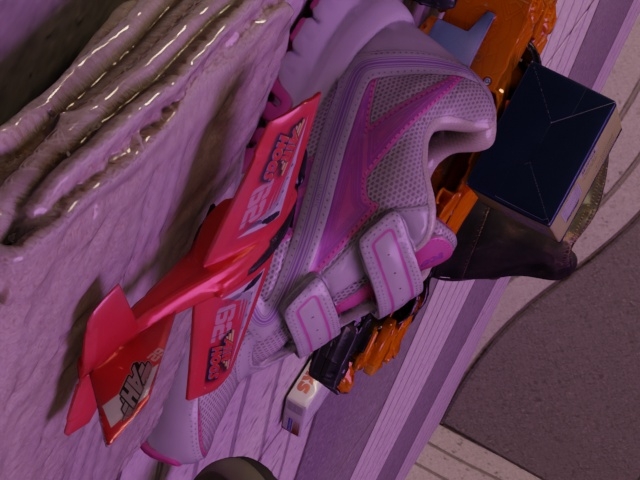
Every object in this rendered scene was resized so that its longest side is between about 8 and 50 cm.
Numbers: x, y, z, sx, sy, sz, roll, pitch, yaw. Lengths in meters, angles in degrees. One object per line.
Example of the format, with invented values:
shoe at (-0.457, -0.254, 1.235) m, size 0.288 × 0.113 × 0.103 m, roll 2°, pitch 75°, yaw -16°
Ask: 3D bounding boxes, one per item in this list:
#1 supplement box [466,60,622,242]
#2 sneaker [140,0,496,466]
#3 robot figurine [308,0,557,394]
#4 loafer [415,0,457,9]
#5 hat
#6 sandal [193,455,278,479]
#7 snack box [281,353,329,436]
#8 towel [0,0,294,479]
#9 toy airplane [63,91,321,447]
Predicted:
supplement box at (0.135, -0.051, 1.045) m, size 0.083 × 0.056 × 0.083 m, roll -61°, pitch 166°, yaw -1°
sneaker at (0.000, 0.000, 0.820) m, size 0.252 × 0.111 × 0.103 m, roll -60°, pitch 171°, yaw -7°
robot figurine at (0.058, -0.041, 1.097) m, size 0.291 × 0.085 × 0.211 m, roll -63°, pitch 170°, yaw 8°
loafer at (0.076, -0.203, 0.733) m, size 0.223 × 0.078 × 0.076 m, roll -62°, pitch 171°, yaw 6°
hat at (0.166, -0.033, 1.485) m, size 0.331 × 0.134 × 0.331 m, roll 24°, pitch 90°, yaw -84°
sandal at (-0.109, 0.258, 1.081) m, size 0.086 × 0.120 × 0.302 m, roll -5°, pitch 126°, yaw -45°
snack box at (0.022, 0.076, 1.445) m, size 0.178 × 0.022 × 0.064 m, roll -56°, pitch 169°, yaw -27°
towel at (-0.094, 0.033, 0.620) m, size 0.187 × 0.049 × 0.282 m, roll -50°, pitch 167°, yaw -45°
toy airplane at (-0.043, 0.017, 0.597) m, size 0.151 × 0.028 × 0.151 m, roll -58°, pitch 169°, yaw -17°
